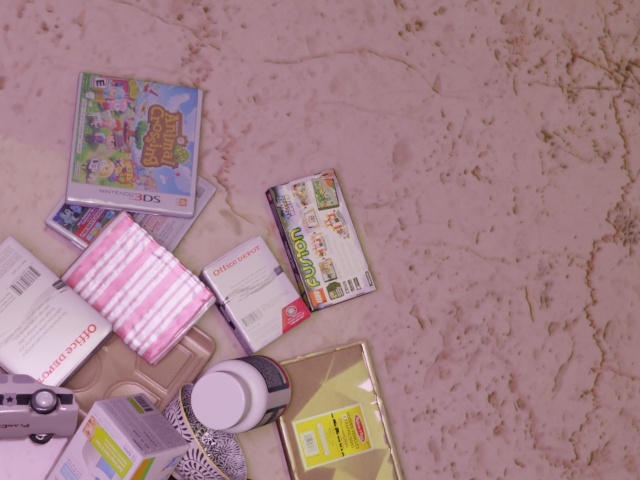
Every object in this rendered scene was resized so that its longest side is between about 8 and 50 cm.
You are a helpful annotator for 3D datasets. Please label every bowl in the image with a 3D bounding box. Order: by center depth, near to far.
[{"bbox_3d":[-0.185,0.298,1.772,0.080,0.170,0.170,-32,89,10],"label":"bowl"}]

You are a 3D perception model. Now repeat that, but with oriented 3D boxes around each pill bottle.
[{"bbox_3d":[-0.118,0.224,1.772,0.108,0.180,0.107,-1,87,16],"label":"pill bottle"}]

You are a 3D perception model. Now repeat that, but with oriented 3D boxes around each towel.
[{"bbox_3d":[-0.270,0.070,1.806,0.197,0.029,0.144,43,87,0],"label":"towel"}]

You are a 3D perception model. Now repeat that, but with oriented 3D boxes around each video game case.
[{"bbox_3d":[-0.287,-0.053,1.862,0.183,0.023,0.201,34,68,-3],"label":"video game case"},{"bbox_3d":[-0.282,-0.146,1.866,0.193,0.023,0.212,7,71,-13],"label":"video game case"}]

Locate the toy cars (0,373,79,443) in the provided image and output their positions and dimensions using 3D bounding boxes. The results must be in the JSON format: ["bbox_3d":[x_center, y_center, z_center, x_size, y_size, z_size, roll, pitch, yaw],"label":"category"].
[{"bbox_3d":[-0.514,0.256,1.673,0.394,0.176,0.087,-23,54,16],"label":"toy cars"}]

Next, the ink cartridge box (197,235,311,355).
[{"bbox_3d":[-0.103,0.084,1.876,0.109,0.063,0.150,-32,88,-17],"label":"ink cartridge box"}]

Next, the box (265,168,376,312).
[{"bbox_3d":[0.000,0.000,1.930,0.114,0.036,0.207,-18,85,-16],"label":"box"}]

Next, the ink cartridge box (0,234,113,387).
[{"bbox_3d":[-0.420,0.117,1.752,0.203,0.086,0.148,42,72,2],"label":"ink cartridge box"}]

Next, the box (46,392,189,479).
[{"bbox_3d":[-0.294,0.328,1.700,0.114,0.103,0.203,44,113,24],"label":"box"}]

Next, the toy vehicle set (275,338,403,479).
[{"bbox_3d":[0.023,0.300,1.882,0.166,0.035,0.266,-13,83,-15],"label":"toy vehicle set"}]

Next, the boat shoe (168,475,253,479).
[{"bbox_3d":[-0.192,0.385,1.799,0.207,0.073,0.073,11,118,-5],"label":"boat shoe"}]

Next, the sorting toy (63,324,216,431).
[{"bbox_3d":[-0.341,0.158,1.823,0.307,0.041,0.229,36,71,1],"label":"sorting toy"}]
